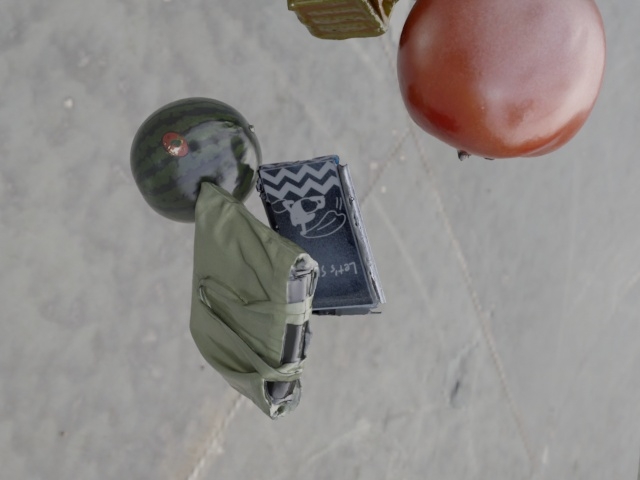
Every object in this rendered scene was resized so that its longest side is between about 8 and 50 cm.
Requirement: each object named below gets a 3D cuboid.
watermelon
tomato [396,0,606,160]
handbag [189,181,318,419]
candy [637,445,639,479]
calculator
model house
[{"bbox_3d":[-0.197,-0.128,1.701,0.212,0.212,0.212,-15,108,-55],"label":"watermelon"},{"bbox_3d":[0.276,-0.278,1.596,0.321,0.322,0.321,-15,108,-55],"label":"tomato"},{"bbox_3d":[-0.113,0.099,1.587,0.109,0.253,0.315,-15,125,-37],"label":"handbag"},{"bbox_3d":[0.434,0.256,1.086,0.145,0.208,0.358,-36,137,-27],"label":"candy"},{"bbox_3d":[0.000,0.000,1.668,0.028,0.166,0.274,-49,129,-54],"label":"calculator"},{"bbox_3d":[0.068,-0.433,1.703,0.173,0.268,0.239,-77,161,-55],"label":"model house"}]
